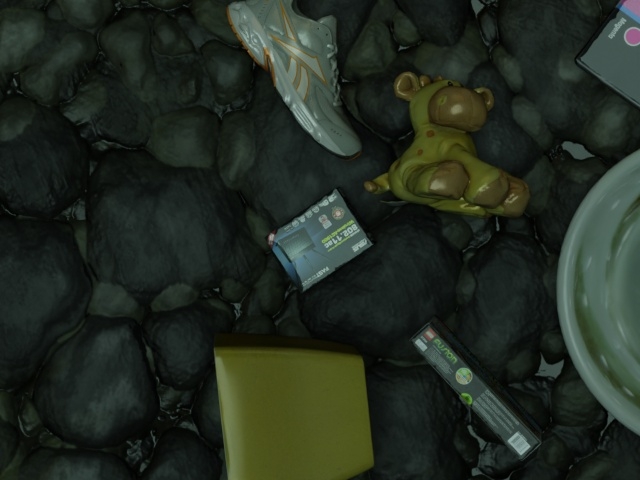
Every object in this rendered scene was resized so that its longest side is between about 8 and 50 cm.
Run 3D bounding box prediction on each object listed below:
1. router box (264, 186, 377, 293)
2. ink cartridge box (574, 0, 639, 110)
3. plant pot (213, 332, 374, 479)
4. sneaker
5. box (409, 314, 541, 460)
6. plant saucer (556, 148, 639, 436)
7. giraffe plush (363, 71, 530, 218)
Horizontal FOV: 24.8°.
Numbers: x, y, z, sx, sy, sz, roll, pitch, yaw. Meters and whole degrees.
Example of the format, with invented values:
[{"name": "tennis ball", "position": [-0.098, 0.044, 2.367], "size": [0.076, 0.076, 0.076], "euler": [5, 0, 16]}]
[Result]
[{"name": "router box", "position": [0.000, 0.000, 1.941], "size": [0.122, 0.038, 0.092], "euler": [-35, 88, 9]}, {"name": "ink cartridge box", "position": [0.521, -0.189, 1.838], "size": [0.371, 0.069, 0.175], "euler": [37, 97, 3]}, {"name": "plant pot", "position": [-0.034, 0.223, 1.886], "size": [0.187, 0.212, 0.212], "euler": [-6, 92, -4]}, {"name": "sneaker", "position": [-0.009, -0.229, 1.905], "size": [0.121, 0.099, 0.262], "euler": [-35, 88, 5]}, {"name": "box", "position": [0.201, 0.187, 1.881], "size": [0.036, 0.114, 0.207], "euler": [-44, 86, 8]}, {"name": "plant saucer", "position": [0.492, 0.065, 1.797], "size": [0.400, 0.100, 0.400], "euler": [2, 93, 33]}, {"name": "giraffe plush", "position": [0.165, -0.128, 1.865], "size": [0.210, 0.181, 0.170], "euler": [5, 82, 43]}]
